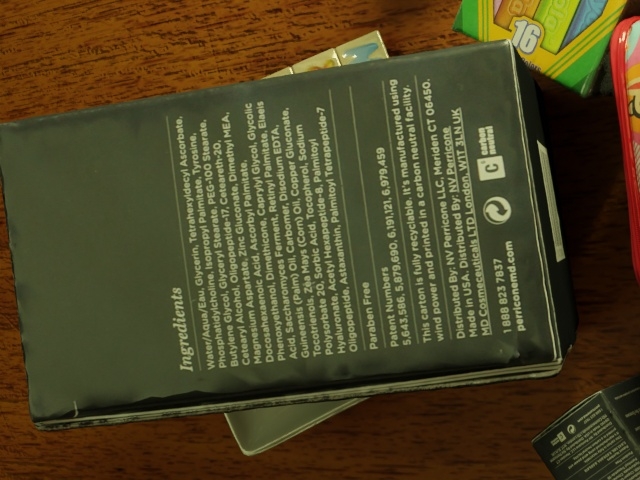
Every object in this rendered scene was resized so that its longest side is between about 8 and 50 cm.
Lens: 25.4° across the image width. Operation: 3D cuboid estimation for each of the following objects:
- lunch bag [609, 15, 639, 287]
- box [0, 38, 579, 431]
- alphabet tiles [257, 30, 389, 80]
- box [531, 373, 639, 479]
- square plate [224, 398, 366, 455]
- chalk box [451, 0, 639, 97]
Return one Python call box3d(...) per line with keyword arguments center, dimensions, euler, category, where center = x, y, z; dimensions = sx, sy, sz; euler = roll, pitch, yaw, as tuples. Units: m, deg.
box3d(center=(0.372, -0.079, 1.371), dimensions=(0.120, 0.258, 0.293), euler=(-6, 91, 37), category="lunch bag")
box3d(center=(0.000, 0.000, 1.429), dimensions=(0.471, 0.480, 0.297), euler=(-9, 89, 12), category="box")
box3d(center=(0.014, -0.080, 1.694), dimensions=(0.342, 0.011, 0.285), euler=(-22, 81, 9), category="alphabet tiles")
box3d(center=(0.348, 0.255, 1.495), dimensions=(0.108, 0.153, 0.207), euler=(-44, 69, 32), category="box")
box3d(center=(-0.009, 0.034, 1.720), dimensions=(0.344, 0.049, 0.347), euler=(-27, 81, 8), category="square plate")
box3d(center=(0.294, -0.312, 1.453), dimensions=(0.179, 0.180, 0.289), euler=(33, 112, 29), category="chalk box")
